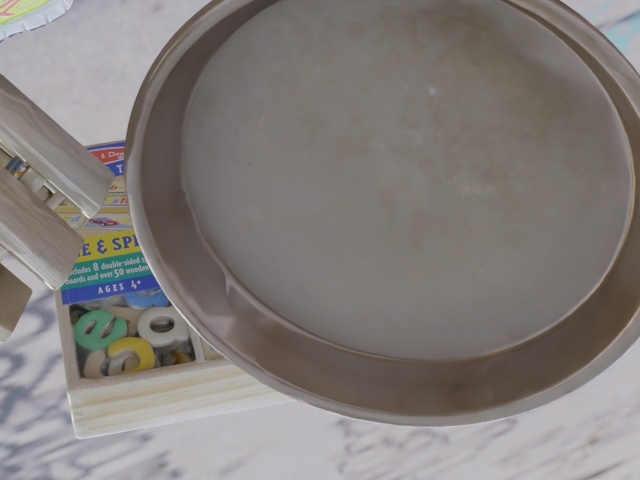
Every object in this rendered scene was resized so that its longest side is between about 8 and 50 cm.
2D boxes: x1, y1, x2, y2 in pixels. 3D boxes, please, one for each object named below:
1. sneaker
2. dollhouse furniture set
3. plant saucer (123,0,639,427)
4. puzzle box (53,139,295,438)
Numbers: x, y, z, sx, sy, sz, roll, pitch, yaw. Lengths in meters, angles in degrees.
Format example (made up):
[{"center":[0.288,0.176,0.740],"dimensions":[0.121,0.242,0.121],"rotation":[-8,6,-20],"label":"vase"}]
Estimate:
[{"center":[-0.380,-0.260,1.767],"dimensions":[0.208,0.081,0.094],"rotation":[-32,133,-13],"label":"sneaker"},{"center":[-0.232,-0.014,0.801],"dimensions":[0.212,0.161,0.242],"rotation":[-42,-164,19],"label":"dollhouse furniture set"},{"center":[0.040,-0.023,0.800],"dimensions":[0.278,0.278,0.041],"rotation":[-32,-158,30],"label":"plant saucer"},{"center":[0.000,0.000,1.215],"dimensions":[0.409,0.272,0.052],"rotation":[-10,132,-8],"label":"puzzle box"}]
